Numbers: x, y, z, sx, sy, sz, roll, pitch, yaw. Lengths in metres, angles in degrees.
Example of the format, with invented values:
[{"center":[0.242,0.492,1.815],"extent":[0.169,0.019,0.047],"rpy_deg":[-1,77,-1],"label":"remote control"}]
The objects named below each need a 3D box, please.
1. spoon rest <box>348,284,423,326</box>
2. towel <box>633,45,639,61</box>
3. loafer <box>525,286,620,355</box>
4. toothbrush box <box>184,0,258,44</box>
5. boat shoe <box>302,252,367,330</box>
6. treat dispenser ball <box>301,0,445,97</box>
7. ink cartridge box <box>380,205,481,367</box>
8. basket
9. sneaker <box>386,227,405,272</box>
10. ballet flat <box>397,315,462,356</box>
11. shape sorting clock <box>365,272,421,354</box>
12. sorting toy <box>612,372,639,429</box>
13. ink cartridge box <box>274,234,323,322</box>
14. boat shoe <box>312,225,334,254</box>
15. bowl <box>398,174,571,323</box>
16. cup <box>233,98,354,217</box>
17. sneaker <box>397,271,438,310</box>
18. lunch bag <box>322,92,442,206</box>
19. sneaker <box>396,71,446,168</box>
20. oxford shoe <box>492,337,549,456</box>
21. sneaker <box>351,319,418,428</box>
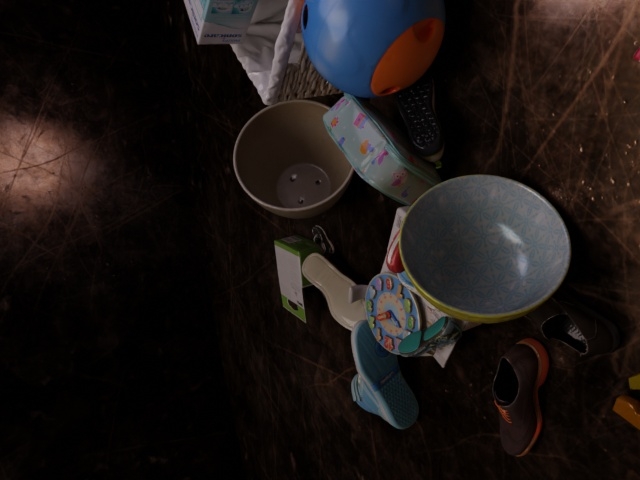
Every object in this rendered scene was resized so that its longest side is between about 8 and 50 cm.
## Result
[{"center":[0.199,0.189,1.417],"extent":[0.276,0.084,0.137],"rpy_deg":[29,129,38],"label":"spoon rest"},{"center":[0.536,-0.234,0.639],"extent":[0.275,0.031,0.199],"rpy_deg":[58,146,32],"label":"towel"},{"center":[0.418,0.132,0.960],"extent":[0.220,0.078,0.080],"rpy_deg":[33,130,53],"label":"loafer"},{"center":[-0.227,-0.635,1.230],"extent":[0.295,0.126,0.216],"rpy_deg":[-44,62,59],"label":"toothbrush box"},{"center":[0.064,0.161,1.616],"extent":[0.117,0.096,0.324],"rpy_deg":[-50,50,6],"label":"boat shoe"},{"center":[0.105,-0.436,1.077],"extent":[0.288,0.288,0.288],"rpy_deg":[34,130,53],"label":"treat dispenser ball"},{"center":[0.259,0.101,1.258],"extent":[0.296,0.066,0.261],"rpy_deg":[51,144,40],"label":"ink cartridge box"},{"center":[-0.056,-0.577,1.346],"extent":[0.331,0.266,0.328],"rpy_deg":[61,148,27],"label":"basket"},{"center":[0.245,0.000,1.121],"extent":[0.221,0.087,0.128],"rpy_deg":[-52,48,1],"label":"sneaker"},{"center":[0.246,0.228,1.193],"extent":[0.188,0.070,0.070],"rpy_deg":[-45,62,54],"label":"ballet flat"},{"center":[0.175,0.182,1.326],"extent":[0.206,0.040,0.206],"rpy_deg":[29,126,50],"label":"shape sorting clock"},{"center":[0.587,0.285,0.760],"extent":[0.307,0.041,0.229],"rpy_deg":[42,141,48],"label":"sorting toy"},{"center":[-0.068,0.128,1.850],"extent":[0.188,0.097,0.255],"rpy_deg":[23,123,57],"label":"ink cartridge box"},{"center":[0.000,0.000,1.728],"extent":[0.125,0.038,0.046],"rpy_deg":[58,147,32],"label":"boat shoe"},{"center":[0.293,0.037,0.993],"extent":[0.289,0.289,0.156],"rpy_deg":[60,173,30],"label":"bowl"},{"center":[-0.059,-0.194,1.517],"extent":[0.237,0.331,0.331],"rpy_deg":[76,172,-71],"label":"cup"},{"center":[0.236,0.087,1.181],"extent":[0.162,0.063,0.073],"rpy_deg":[41,117,43],"label":"sneaker"},{"center":[0.141,-0.206,1.196],"extent":[0.108,0.224,0.279],"rpy_deg":[-47,53,22],"label":"lunch bag"},{"center":[0.222,-0.259,1.155],"extent":[0.084,0.097,0.235],"rpy_deg":[-15,62,24],"label":"sneaker"},{"center":[0.385,0.328,1.083],"extent":[0.097,0.098,0.271],"rpy_deg":[27,125,56],"label":"oxford shoe"},{"center":[0.132,0.369,1.503],"extent":[0.208,0.127,0.319],"rpy_deg":[-11,103,63],"label":"sneaker"}]
